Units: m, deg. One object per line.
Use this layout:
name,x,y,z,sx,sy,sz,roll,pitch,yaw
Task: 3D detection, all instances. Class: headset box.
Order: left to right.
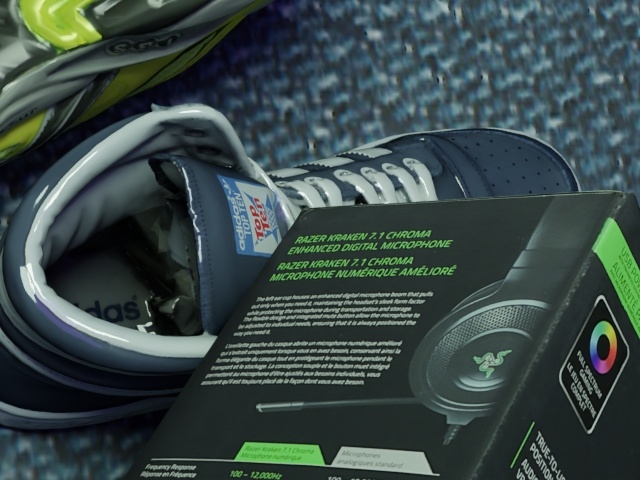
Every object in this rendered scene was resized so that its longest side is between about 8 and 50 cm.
headset box,0.043,0.155,0.552,0.246,0.131,0.283,59,47,-30

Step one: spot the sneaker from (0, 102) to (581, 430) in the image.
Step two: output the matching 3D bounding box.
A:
sneaker,0.000,0.000,0.685,0.282,0.153,0.099,-15,78,-21

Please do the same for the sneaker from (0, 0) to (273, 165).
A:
sneaker,-0.147,-0.071,0.679,0.384,0.147,0.145,-23,83,-6
